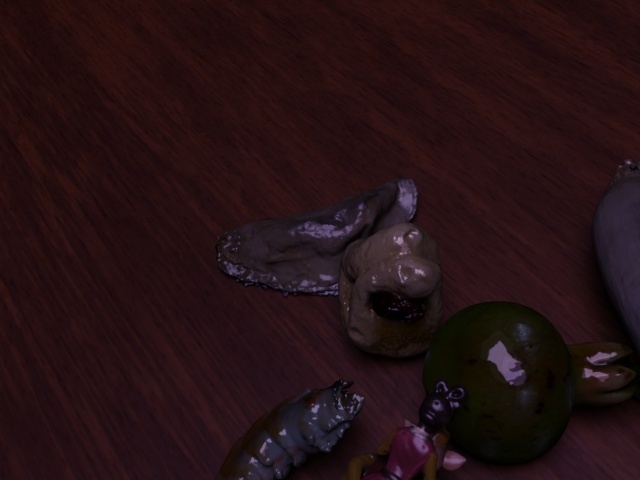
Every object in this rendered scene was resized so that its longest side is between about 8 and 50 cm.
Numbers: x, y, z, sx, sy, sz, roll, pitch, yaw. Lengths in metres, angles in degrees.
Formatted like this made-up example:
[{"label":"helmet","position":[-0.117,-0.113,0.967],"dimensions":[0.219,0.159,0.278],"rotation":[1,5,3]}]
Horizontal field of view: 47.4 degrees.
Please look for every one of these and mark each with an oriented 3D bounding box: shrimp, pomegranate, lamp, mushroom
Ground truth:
[{"label":"shrimp","position":[-0.067,0.289,0.853],"dimensions":[0.185,0.068,0.287],"rotation":[-19,29,43]},{"label":"pomegranate","position":[0.239,0.167,0.866],"dimensions":[0.241,0.159,0.190],"rotation":[23,63,22]},{"label":"lamp","position":[0.088,0.274,0.823],"dimensions":[0.118,0.118,0.253],"rotation":[28,78,28]},{"label":"mushroom","position":[0.437,0.029,0.925],"dimensions":[0.177,0.126,0.397],"rotation":[4,44,-12]}]

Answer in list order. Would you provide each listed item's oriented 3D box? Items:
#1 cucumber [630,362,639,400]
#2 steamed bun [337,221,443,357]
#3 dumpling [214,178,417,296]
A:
[{"label":"cucumber","position":[0.460,0.211,0.854],"dimensions":[0.250,0.056,0.056],"rotation":[35,67,32]},{"label":"steamed bun","position":[0.104,0.050,0.962],"dimensions":[0.141,0.155,0.172],"rotation":[4,58,-9]},{"label":"dumpling","position":[-0.002,-0.005,1.090],"dimensions":[0.332,0.086,0.166],"rotation":[-20,50,2]}]
